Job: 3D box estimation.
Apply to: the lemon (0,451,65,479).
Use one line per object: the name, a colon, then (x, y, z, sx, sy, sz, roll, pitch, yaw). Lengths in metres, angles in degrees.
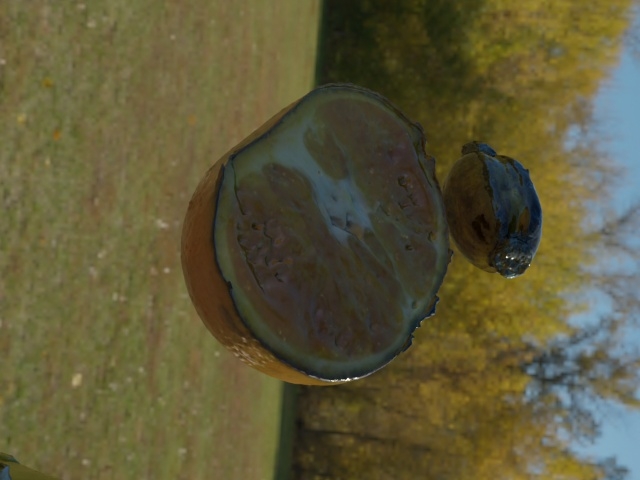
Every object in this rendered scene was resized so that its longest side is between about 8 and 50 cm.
lemon: (-0.151, 0.204, 0.530, 0.173, 0.174, 0.206, 83, 12, -85)

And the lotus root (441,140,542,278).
lotus root: (0.206, -0.040, 1.385, 0.120, 0.120, 0.209, 93, -10, -48)

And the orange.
orange: (-0.004, -0.001, 1.094, 0.310, 0.274, 0.274, -87, 180, -67)
